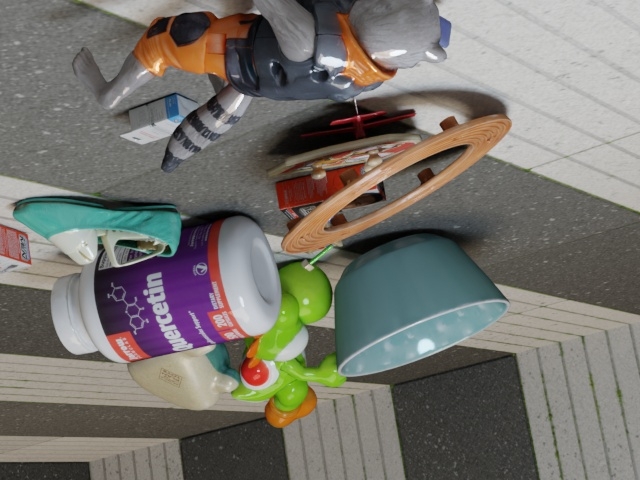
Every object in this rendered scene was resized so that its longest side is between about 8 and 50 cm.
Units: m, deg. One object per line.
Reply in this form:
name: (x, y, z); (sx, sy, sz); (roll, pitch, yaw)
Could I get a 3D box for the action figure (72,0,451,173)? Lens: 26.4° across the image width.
action figure: (-0.012, -0.169, 1.287); (0.330, 0.178, 0.341); (-9, 166, 40)

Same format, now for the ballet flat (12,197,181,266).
ballet flat: (-0.297, -0.008, 1.868); (0.247, 0.087, 0.083); (2, 162, -35)

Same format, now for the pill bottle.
pill bottle: (-0.233, 0.081, 2.053); (0.323, 0.181, 0.181); (-14, 164, 16)

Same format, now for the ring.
ring: (0.093, -0.077, 1.756); (0.336, 0.032, 0.336); (-29, 171, -5)

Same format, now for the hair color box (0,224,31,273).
hair color box: (-0.487, 0.009, 1.889); (0.093, 0.053, 0.167); (-15, 163, 18)

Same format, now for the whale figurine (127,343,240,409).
whale figurine: (-0.227, 0.180, 2.318); (0.216, 0.141, 0.272); (24, 151, 3)

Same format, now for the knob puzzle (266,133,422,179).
knob puzzle: (0.045, -0.103, 1.725); (0.213, 0.030, 0.213); (-11, 177, -1)

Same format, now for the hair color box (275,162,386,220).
hair color box: (0.015, -0.067, 1.914); (0.141, 0.043, 0.072); (-13, 164, 11)

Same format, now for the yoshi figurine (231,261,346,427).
yoshi figurine: (-0.051, 0.166, 2.403); (0.203, 0.203, 0.362); (3, 146, -3)

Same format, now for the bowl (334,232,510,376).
bowl: (0.145, 0.097, 2.308); (0.311, 0.163, 0.311); (-21, 164, -6)

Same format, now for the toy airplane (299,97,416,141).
toy airplane: (0.049, -0.142, 1.683); (0.151, 0.028, 0.151); (-10, 165, -3)

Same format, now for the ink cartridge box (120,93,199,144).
ink cartridge box: (-0.185, -0.138, 1.563); (0.083, 0.028, 0.048); (-16, 163, 24)

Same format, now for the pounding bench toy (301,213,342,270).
pounding bench toy: (0.000, 0.000, 2.076); (0.065, 0.083, 0.052); (-14, 164, 22)
